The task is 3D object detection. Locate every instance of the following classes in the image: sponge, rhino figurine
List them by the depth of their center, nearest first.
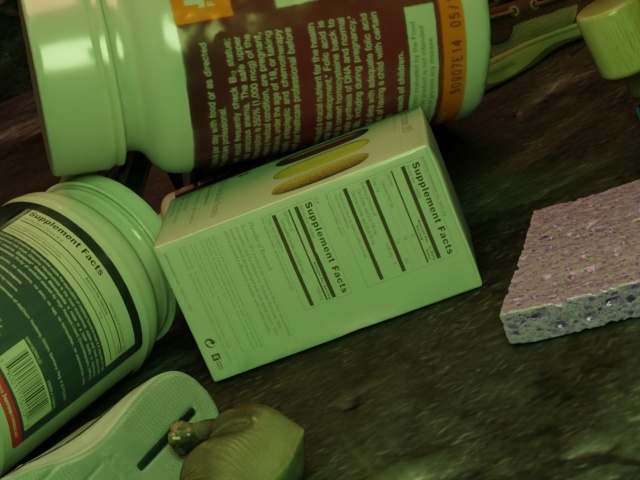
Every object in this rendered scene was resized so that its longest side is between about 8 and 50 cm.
[{"bbox_3d":[-0.076,0.183,0.985,0.106,0.073,0.243,-19,19,23],"label":"rhino figurine"},{"bbox_3d":[0.212,0.011,1.199,0.117,0.031,0.210,-16,19,21],"label":"sponge"}]

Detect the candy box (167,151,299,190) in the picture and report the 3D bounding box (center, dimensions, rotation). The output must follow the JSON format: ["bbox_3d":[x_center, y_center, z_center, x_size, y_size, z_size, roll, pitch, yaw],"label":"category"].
[{"bbox_3d":[-0.020,-0.165,1.648,0.317,0.122,0.268,-25,-17,-13],"label":"candy box"}]

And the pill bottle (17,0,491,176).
[{"bbox_3d":[-0.065,-0.185,1.388,0.392,0.224,0.224,-12,15,-11],"label":"pill bottle"}]

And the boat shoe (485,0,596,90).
[{"bbox_3d":[0.266,-0.300,1.901,0.342,0.123,0.123,-31,19,-25],"label":"boat shoe"}]

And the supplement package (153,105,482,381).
[{"bbox_3d":[0.000,0.000,1.326,0.244,0.134,0.139,-21,18,7],"label":"supplement package"}]

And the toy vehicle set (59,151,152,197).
[{"bbox_3d":[-0.236,-0.069,1.698,0.035,0.267,0.166,29,36,9],"label":"toy vehicle set"}]

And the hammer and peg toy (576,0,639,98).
[{"bbox_3d":[0.374,-0.215,1.344,0.266,0.127,0.361,-10,21,31],"label":"hammer and peg toy"}]

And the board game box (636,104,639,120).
[{"bbox_3d":[0.412,-0.155,1.412,0.160,0.047,0.210,-5,25,47],"label":"board game box"}]

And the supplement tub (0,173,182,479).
[{"bbox_3d":[-0.264,0.076,1.338,0.191,0.191,0.272,-6,24,43],"label":"supplement tub"}]

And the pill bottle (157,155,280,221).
[{"bbox_3d":[-0.106,-0.019,1.583,0.169,0.094,0.094,-23,17,1],"label":"pill bottle"}]

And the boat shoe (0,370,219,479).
[{"bbox_3d":[-0.175,0.195,1.063,0.094,0.109,0.302,-36,0,37],"label":"boat shoe"}]
